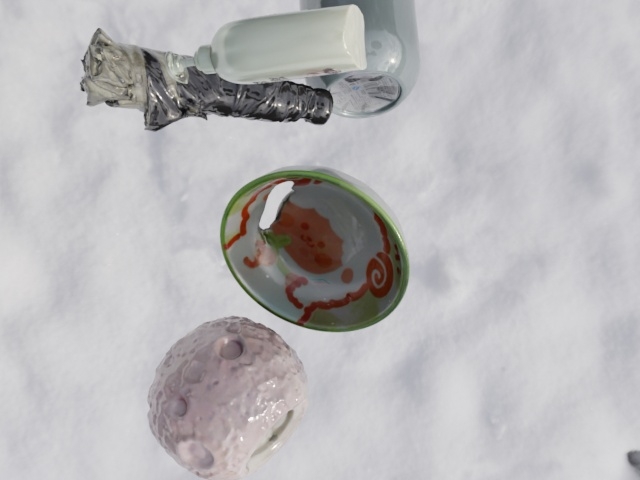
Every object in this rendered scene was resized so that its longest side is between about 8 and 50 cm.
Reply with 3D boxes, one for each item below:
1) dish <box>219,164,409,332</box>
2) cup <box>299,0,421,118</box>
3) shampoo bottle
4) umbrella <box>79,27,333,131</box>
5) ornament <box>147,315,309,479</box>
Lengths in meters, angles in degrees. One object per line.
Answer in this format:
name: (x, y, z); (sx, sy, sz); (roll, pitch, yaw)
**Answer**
dish: (0.000, 0.000, 0.867); (0.324, 0.124, 0.324); (10, 127, 14)
cup: (0.063, -0.385, 0.871); (0.206, 0.205, 0.312); (-6, 72, 12)
shampoo bottle: (-0.045, -0.138, 0.367); (0.152, 0.077, 0.045); (-1, 105, 13)
umbrella: (-0.153, -0.208, 0.730); (0.358, 0.106, 0.113); (3, 54, -24)
ornament: (-0.150, 0.247, 0.820); (0.225, 0.259, 0.259); (36, 100, 22)
